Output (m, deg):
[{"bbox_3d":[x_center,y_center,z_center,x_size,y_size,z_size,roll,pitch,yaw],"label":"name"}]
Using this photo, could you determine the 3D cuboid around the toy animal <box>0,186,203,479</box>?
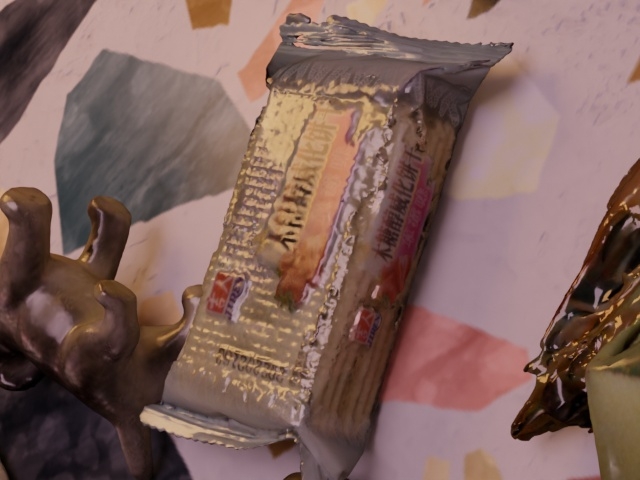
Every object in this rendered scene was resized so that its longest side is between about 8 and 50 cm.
[{"bbox_3d":[-0.186,0.053,1.004,0.233,0.121,0.169,28,107,34],"label":"toy animal"}]

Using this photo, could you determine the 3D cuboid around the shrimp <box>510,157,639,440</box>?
[{"bbox_3d":[0.191,0.011,0.737,0.267,0.061,0.145,-53,39,14],"label":"shrimp"}]

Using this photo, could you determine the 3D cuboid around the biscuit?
[{"bbox_3d":[-0.003,-0.001,0.893,0.186,0.079,0.309,14,83,41],"label":"biscuit"}]

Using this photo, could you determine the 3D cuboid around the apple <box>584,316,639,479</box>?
[{"bbox_3d":[0.233,0.090,0.595,0.188,0.173,0.207,-11,66,59],"label":"apple"}]

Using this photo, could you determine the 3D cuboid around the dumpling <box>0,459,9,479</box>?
[{"bbox_3d":[-0.324,0.224,1.058,0.179,0.131,0.252,-32,30,2],"label":"dumpling"}]

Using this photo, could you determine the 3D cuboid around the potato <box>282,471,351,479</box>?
[{"bbox_3d":[0.005,0.170,0.839,0.083,0.040,0.051,16,71,42],"label":"potato"}]
